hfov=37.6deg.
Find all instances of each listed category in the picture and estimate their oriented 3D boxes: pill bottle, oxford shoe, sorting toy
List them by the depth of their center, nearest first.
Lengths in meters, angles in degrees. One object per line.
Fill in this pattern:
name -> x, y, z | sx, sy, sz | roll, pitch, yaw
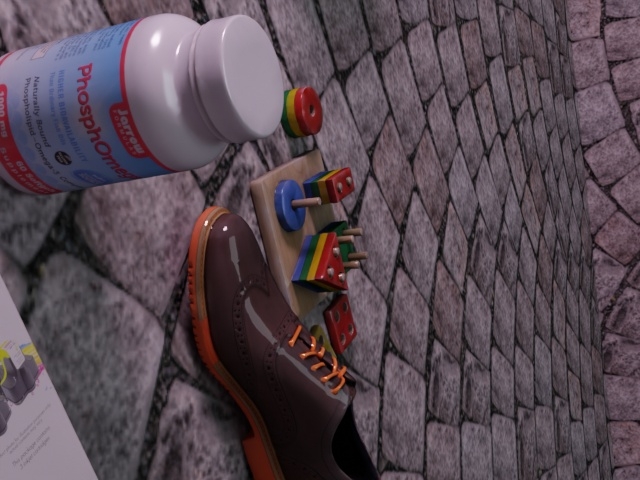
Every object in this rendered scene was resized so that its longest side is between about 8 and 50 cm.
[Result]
pill bottle -> -0.106, -0.077, 0.527 | 0.087, 0.160, 0.087 | 28, 59, -60
oxford shoe -> -0.022, 0.092, 0.731 | 0.097, 0.098, 0.271 | -58, 135, -53
sorting toy -> 0.000, 0.000, 0.865 | 0.132, 0.046, 0.274 | -37, 117, -61

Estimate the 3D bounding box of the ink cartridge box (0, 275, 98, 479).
ink cartridge box -> -0.181, 0.055, 0.401 | 0.061, 0.104, 0.181 | -54, 130, -56
